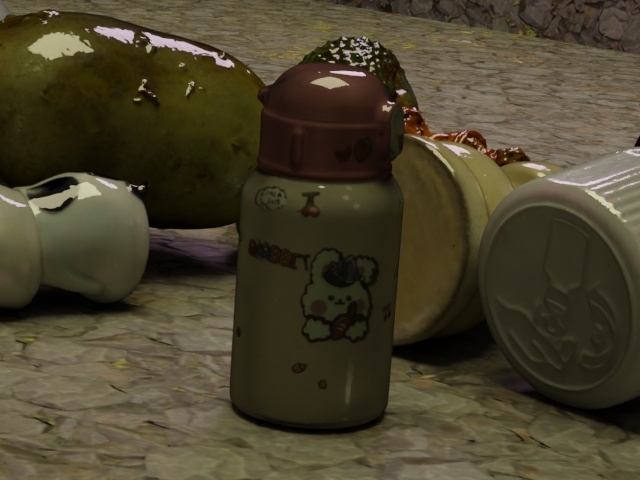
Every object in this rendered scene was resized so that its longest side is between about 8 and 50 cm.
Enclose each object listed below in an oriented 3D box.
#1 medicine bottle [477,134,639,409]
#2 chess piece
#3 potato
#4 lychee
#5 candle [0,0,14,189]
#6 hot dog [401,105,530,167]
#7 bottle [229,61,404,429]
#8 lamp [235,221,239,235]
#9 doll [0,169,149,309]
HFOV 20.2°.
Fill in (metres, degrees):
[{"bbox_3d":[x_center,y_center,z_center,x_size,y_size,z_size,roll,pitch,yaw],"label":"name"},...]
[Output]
[{"bbox_3d":[0.310,-0.001,1.343,0.242,0.242,0.395,15,25,41],"label":"medicine bottle"},{"bbox_3d":[0.151,0.003,1.449,0.299,0.167,0.167,2,11,-45],"label":"chess piece"},{"bbox_3d":[-0.176,-0.103,1.546,0.307,0.173,0.210,15,4,-38],"label":"potato"},{"bbox_3d":[0.024,-0.155,2.078,0.171,0.171,0.171,4,13,-1],"label":"lychee"},{"bbox_3d":[-0.401,-0.178,1.768,0.221,0.342,0.221,-30,11,7],"label":"candle"},{"bbox_3d":[0.093,-0.073,1.795,0.158,0.117,0.349,-1,14,-18],"label":"hot dog"},{"bbox_3d":[0.000,0.000,1.181,0.110,0.233,0.110,5,13,-1],"label":"bottle"},{"bbox_3d":[-0.035,-0.047,1.704,0.106,0.106,0.193,6,23,8],"label":"lamp"},{"bbox_3d":[-0.223,0.001,1.403,0.180,0.107,0.110,-10,39,-29],"label":"doll"}]
